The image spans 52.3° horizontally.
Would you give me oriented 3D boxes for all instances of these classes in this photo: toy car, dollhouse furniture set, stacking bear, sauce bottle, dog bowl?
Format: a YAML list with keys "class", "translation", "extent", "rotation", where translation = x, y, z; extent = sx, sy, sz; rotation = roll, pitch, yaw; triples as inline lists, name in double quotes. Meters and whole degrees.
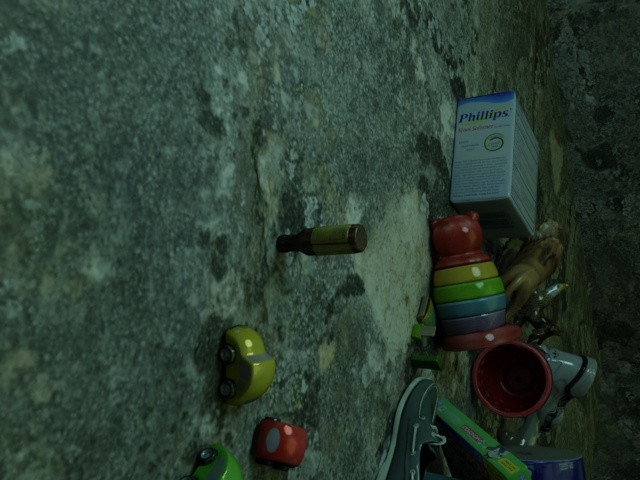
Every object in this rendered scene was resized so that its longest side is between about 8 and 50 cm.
- class: "toy car"
  translation: [-0.092, 0.251, 0.786]
  extent: [0.225, 0.053, 0.239]
  rotation: [-53, 131, -48]
- class: "dollhouse furniture set"
  translation: [0.232, 0.190, 1.344]
  extent: [0.076, 0.059, 0.151]
  rotation: [59, 41, -40]
- class: "stacking bear"
  translation: [0.317, 0.084, 1.418]
  extent: [0.164, 0.175, 0.289]
  rotation: [1, 78, -67]
- class: "sauce bottle"
  translation: [0.000, 0.000, 0.890]
  extent: [0.042, 0.128, 0.042]
  rotation: [4, 85, -60]
- class: "dog bowl"
  translation: [0.494, 0.561, 1.561]
  extent: [0.265, 0.265, 0.104]
  rotation: [16, 71, -59]

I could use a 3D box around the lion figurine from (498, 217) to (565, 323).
- class: "lion figurine"
  translation: [0.523, 0.092, 1.678]
  extent: [0.240, 0.142, 0.392]
  rotation: [-57, 174, 31]

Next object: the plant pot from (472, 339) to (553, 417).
- class: "plant pot"
  translation: [0.499, 0.350, 1.665]
  extent: [0.174, 0.191, 0.191]
  rotation: [20, 70, -63]

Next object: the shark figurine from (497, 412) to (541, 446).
- class: "shark figurine"
  translation: [0.559, 0.546, 1.850]
  extent: [0.278, 0.116, 0.166]
  rotation: [-57, 169, -34]

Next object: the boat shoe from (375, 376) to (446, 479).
- class: "boat shoe"
  translation: [0.185, 0.393, 1.207]
  extent: [0.319, 0.099, 0.116]
  rotation: [-61, 137, -43]

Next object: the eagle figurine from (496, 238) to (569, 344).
- class: "eagle figurine"
  translation: [0.621, 0.153, 1.939]
  extent: [0.226, 0.225, 0.298]
  rotation: [112, -42, -59]

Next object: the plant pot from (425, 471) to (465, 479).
- class: "plant pot"
  translation: [0.201, 0.570, 1.169]
  extent: [0.234, 0.165, 0.165]
  rotation: [-46, 127, -44]

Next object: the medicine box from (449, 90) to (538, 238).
- class: "medicine box"
  translation: [0.450, -0.183, 1.660]
  extent: [0.263, 0.149, 0.289]
  rotation: [36, 57, -53]

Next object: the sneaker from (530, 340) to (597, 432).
- class: "sneaker"
  translation: [0.686, 0.451, 2.041]
  extent: [0.137, 0.210, 0.365]
  rotation: [-56, 168, -45]

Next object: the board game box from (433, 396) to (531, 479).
- class: "board game box"
  translation: [0.319, 0.457, 1.254]
  extent: [0.317, 0.046, 0.213]
  rotation: [-152, -140, -73]
